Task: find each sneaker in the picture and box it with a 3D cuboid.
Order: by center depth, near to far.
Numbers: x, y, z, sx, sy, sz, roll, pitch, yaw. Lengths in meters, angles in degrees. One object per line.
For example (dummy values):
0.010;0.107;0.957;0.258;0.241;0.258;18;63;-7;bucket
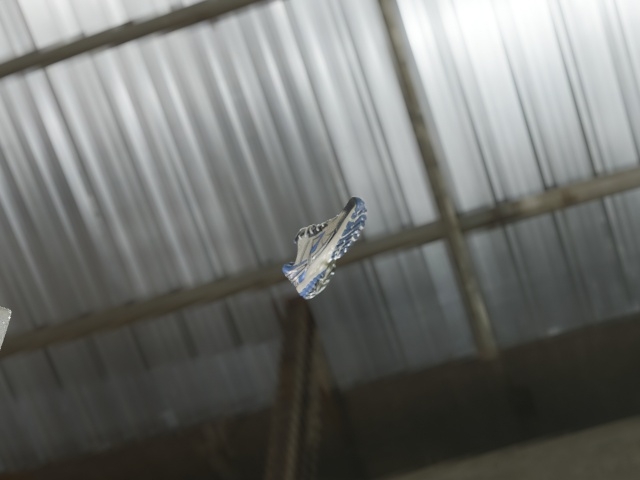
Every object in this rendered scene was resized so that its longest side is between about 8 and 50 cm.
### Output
0.000;0.000;2.027;0.135;0.058;0.052;-56;164;20;sneaker

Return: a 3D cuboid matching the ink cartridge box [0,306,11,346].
-0.473;0.093;2.015;0.212;0.093;0.154;17;168;-23;ink cartridge box
